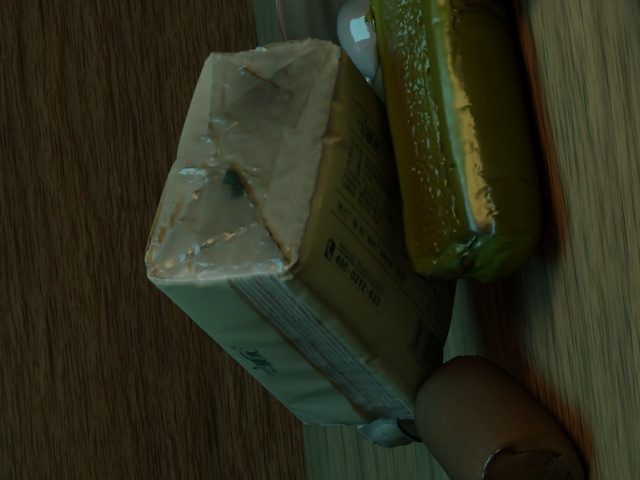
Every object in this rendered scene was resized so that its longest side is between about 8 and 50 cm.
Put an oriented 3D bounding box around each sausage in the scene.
[{"bbox_3d":[0.180,0.208,1.516,0.253,0.123,0.123,-126,32,-74],"label":"sausage"}]

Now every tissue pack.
[{"bbox_3d":[0.000,0.000,1.632,0.380,0.207,0.297,50,-136,-49],"label":"tissue pack"}]

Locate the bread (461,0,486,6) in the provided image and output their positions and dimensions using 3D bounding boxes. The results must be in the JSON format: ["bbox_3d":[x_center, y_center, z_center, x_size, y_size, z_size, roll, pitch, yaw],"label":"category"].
[{"bbox_3d":[0.168,-0.323,1.380,0.105,0.076,0.233,-100,6,-56],"label":"bread"}]

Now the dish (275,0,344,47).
[{"bbox_3d":[0.043,-0.330,1.933,0.260,0.085,0.260,-21,-66,-57],"label":"dish"}]

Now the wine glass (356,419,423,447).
[{"bbox_3d":[0.114,0.218,1.981,0.183,0.122,0.122,147,116,-75],"label":"wine glass"}]

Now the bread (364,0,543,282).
[{"bbox_3d":[0.142,-0.140,1.518,0.166,0.112,0.384,-33,62,55],"label":"bread"}]

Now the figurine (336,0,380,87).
[{"bbox_3d":[0.074,-0.295,1.792,0.182,0.144,0.257,-127,29,-67],"label":"figurine"}]

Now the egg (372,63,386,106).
[{"bbox_3d":[0.115,-0.169,1.679,0.152,0.114,0.114,41,-138,-85],"label":"egg"}]
